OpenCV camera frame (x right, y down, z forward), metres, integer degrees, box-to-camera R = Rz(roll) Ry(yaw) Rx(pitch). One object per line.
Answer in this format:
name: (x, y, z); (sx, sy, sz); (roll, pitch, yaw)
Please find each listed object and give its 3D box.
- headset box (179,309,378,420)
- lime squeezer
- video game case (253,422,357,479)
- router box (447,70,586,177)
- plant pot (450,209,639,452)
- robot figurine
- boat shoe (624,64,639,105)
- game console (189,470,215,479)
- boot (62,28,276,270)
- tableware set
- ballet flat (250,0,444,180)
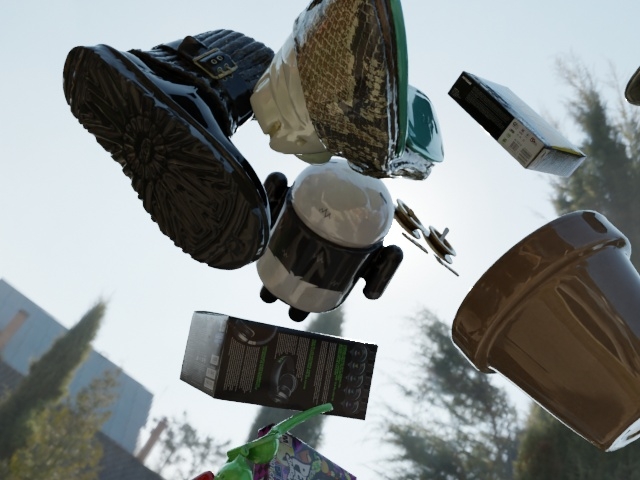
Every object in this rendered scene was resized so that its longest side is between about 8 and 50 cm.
headset box: (-0.069, 0.212, 1.186); (0.283, 0.131, 0.246); (14, -9, -21)
lime squeezer: (-0.067, 0.286, 0.850); (0.110, 0.310, 0.059); (34, -50, -4)
video game case: (-0.022, 0.428, 1.055); (0.041, 0.232, 0.210); (-33, -59, 27)
router box: (0.285, -0.169, 1.005); (0.046, 0.133, 0.179); (-55, -126, 28)
plant pot: (0.334, 0.133, 0.873); (0.229, 0.263, 0.263); (55, -16, 33)
robot figurine: (0.002, 0.000, 1.091); (0.209, 0.174, 0.278); (8, -49, -28)
boat shoe: (0.610, -0.303, 1.077); (0.119, 0.121, 0.335); (-10, -24, -18)
game console: (-0.162, 0.396, 0.890); (0.085, 0.124, 0.144); (63, -6, -33)
boot: (-0.117, -0.136, 0.854); (0.348, 0.260, 0.131); (50, -51, 15)
tableware set: (0.188, -0.022, 1.233); (0.039, 0.128, 0.194); (-42, -47, 17)
ballet flat: (0.029, -0.138, 0.753); (0.182, 0.164, 0.483); (-11, -6, 13)
